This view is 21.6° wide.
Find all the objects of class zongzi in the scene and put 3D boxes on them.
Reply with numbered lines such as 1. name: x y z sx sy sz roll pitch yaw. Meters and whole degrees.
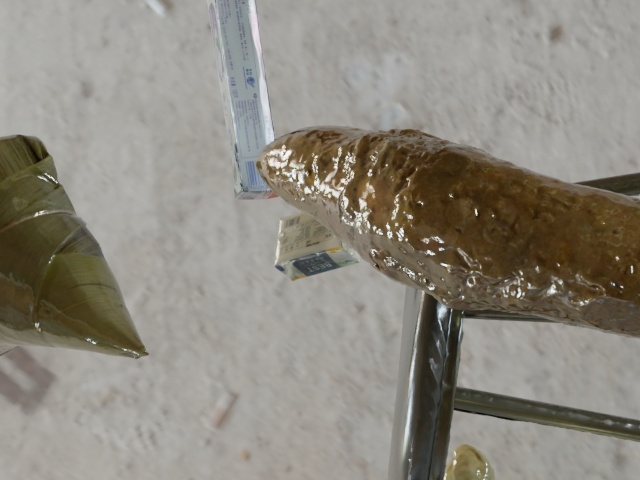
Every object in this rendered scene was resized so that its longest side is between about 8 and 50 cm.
1. zongzi: -0.282 0.085 1.572 0.300 0.145 0.274 49 136 25

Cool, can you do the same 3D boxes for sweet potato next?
1. sweet potato: 0.090 -0.004 0.944 0.341 0.114 0.092 19 88 24

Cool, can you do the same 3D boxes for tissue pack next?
1. tissue pack: 0.000 0.000 1.625 0.083 0.042 0.062 -18 47 31

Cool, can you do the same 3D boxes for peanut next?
1. peanut: 0.148 0.317 1.873 0.082 0.082 0.187 16 99 31

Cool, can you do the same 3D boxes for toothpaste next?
1. toothpaste: -0.062 -0.131 1.335 0.040 0.047 0.196 -8 85 -12

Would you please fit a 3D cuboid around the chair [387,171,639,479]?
1. chair: 0.271 0.111 1.413 0.410 0.361 0.364 7 26 1
